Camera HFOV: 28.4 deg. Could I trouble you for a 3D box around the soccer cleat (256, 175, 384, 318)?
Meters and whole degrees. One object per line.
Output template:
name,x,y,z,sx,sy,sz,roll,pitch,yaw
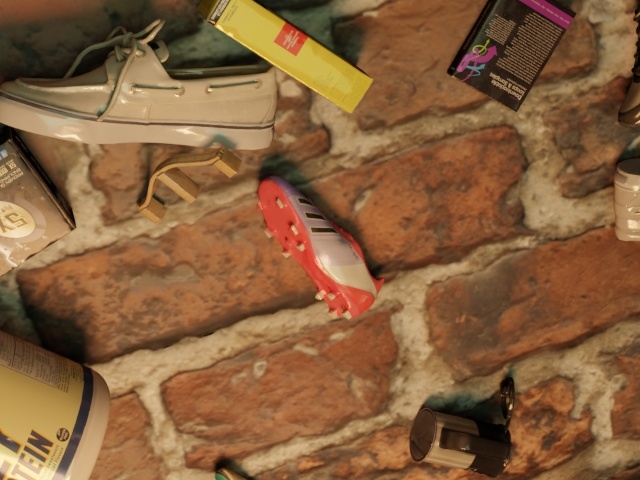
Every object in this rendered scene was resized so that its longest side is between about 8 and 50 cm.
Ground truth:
soccer cleat,0.000,0.000,1.763,0.095,0.083,0.248,-45,113,-28

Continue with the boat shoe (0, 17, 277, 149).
boat shoe,-0.223,-0.205,1.585,0.367,0.136,0.156,3,109,-19

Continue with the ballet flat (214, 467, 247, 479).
ballet flat,-0.109,0.394,1.893,0.052,0.057,0.168,-37,122,-31

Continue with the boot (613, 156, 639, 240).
boot,0.558,-0.065,1.885,0.258,0.095,0.123,-5,117,-4

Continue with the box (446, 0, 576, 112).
box,0.263,-0.273,1.750,0.116,0.029,0.162,27,100,-22

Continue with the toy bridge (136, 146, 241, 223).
toy bridge,-0.185,-0.077,1.643,0.063,0.026,0.188,39,137,-24

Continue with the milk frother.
milk frother,0.224,0.273,1.918,0.134,0.129,0.143,15,62,-20

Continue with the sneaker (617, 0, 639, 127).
sneaker,0.476,-0.288,1.776,0.108,0.100,0.271,22,100,-7

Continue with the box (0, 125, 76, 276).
box,-0.430,-0.035,1.622,0.180,0.077,0.147,-32,115,-2

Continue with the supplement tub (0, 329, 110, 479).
supplement tub,-0.461,0.221,1.622,0.325,0.235,0.235,27,101,-23

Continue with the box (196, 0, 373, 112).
box,-0.046,-0.254,1.641,0.232,0.087,0.058,31,99,-22
